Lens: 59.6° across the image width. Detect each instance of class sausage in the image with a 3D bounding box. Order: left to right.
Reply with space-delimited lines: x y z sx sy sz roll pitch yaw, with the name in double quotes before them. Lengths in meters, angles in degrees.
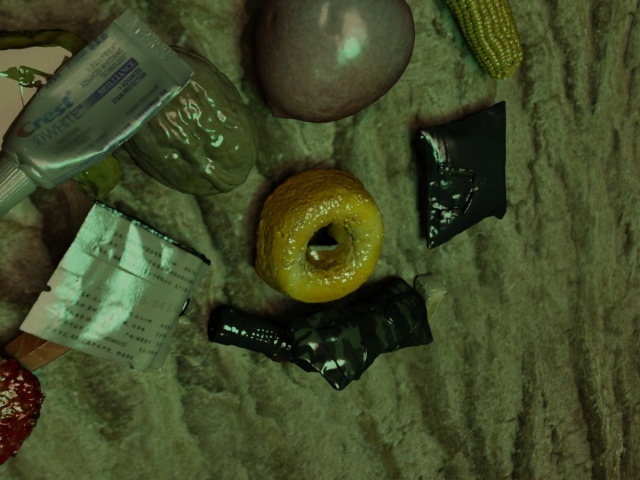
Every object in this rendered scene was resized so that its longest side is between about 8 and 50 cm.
"sausage" -0.398 0.141 0.834 0.169 0.065 0.065 -34 120 -14

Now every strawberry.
"strawberry" -0.509 0.232 0.753 0.236 0.111 0.190 36 110 -26

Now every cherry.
"cherry" 0.016 -0.281 0.822 0.239 0.206 0.239 -16 115 -37

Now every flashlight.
"flashlight" -0.088 0.176 0.997 0.232 0.093 0.093 18 98 -29

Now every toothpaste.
"toothpaste" -0.282 -0.138 0.650 0.282 0.068 0.099 -47 128 -9

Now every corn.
"corn" 0.282 -0.413 0.981 0.106 0.106 0.293 -47 123 -6

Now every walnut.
"walnut" -0.183 -0.154 0.790 0.178 0.178 0.230 -49 128 -5

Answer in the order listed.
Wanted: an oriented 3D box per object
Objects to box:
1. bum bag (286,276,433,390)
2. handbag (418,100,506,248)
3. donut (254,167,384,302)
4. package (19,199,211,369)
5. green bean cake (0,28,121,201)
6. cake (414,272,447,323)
"bum bag" 0.089 0.162 1.017 0.340 0.144 0.095 -14 155 -43
"handbag" 0.281 -0.124 1.090 0.211 0.089 0.254 -20 120 -23
"donut" 0.001 -0.002 0.975 0.254 0.118 0.253 -17 129 -22
"package" -0.274 0.079 0.826 0.251 0.062 0.203 37 75 -53
"green bean cake" -0.391 -0.142 0.702 0.236 0.124 0.232 -15 114 -24
"cake" 0.224 0.137 1.170 0.052 0.065 0.121 -12 120 -21
